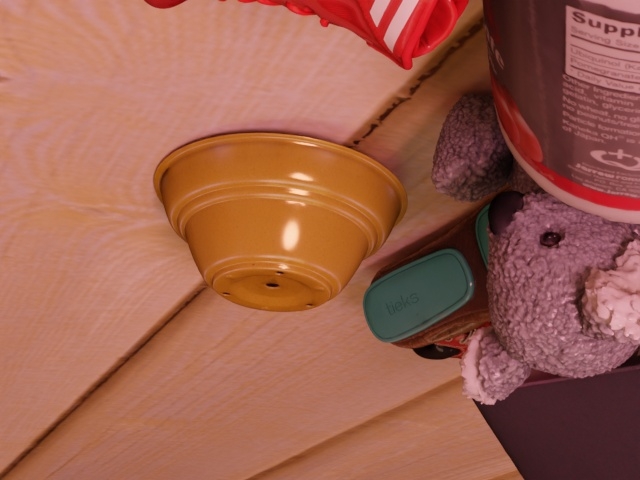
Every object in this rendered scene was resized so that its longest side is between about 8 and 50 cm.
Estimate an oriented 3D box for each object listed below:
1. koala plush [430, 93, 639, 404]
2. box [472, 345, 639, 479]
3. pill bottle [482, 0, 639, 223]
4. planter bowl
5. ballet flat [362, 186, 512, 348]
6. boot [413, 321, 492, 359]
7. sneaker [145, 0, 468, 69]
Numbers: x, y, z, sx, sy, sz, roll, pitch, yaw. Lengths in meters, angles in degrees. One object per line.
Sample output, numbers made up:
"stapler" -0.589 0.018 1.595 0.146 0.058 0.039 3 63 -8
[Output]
"koala plush" 0.178 0.003 0.686 0.203 0.221 0.196 42 138 -16
"box" 0.328 0.092 0.801 0.294 0.183 0.296 -36 -176 -28
"pill bottle" 0.158 -0.145 0.472 0.176 0.176 0.318 -7 156 10
"planter bowl" -0.036 0.002 0.867 0.217 0.090 0.217 3 155 1
"ballet flat" 0.180 0.022 0.969 0.124 0.116 0.342 -11 166 -38
"boot" 0.216 0.095 1.155 0.176 0.088 0.244 14 155 -31
"sneaker" -0.013 -0.124 0.510 0.128 0.087 0.221 50 157 -17
